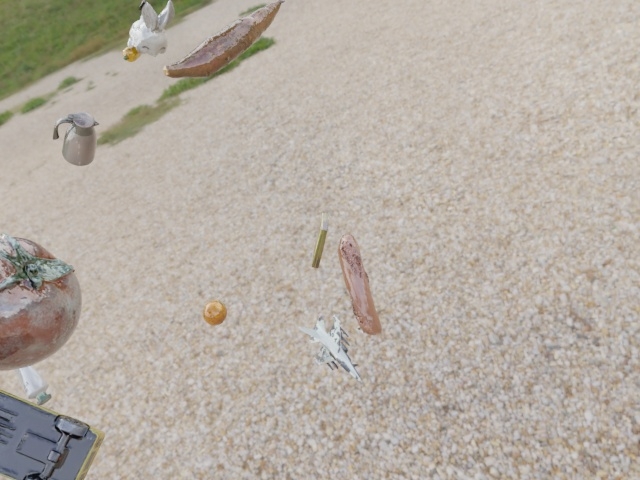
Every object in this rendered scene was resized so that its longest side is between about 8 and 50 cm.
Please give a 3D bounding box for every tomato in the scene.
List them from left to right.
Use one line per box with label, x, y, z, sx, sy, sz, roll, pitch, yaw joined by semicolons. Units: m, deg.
tomato;-0.714;0.142;1.279;0.282;0.316;0.317;-47;24;18

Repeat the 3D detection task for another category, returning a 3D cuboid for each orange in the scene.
orange;-0.339;0.233;1.795;0.083;0.083;0.083;-19;30;11

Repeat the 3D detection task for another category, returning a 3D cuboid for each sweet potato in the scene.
sweet potato;-0.180;-0.398;1.126;0.072;0.066;0.314;42;68;16

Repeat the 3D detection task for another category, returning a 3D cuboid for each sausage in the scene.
sausage;0.116;0.137;1.727;0.079;0.327;0.087;-17;-5;16

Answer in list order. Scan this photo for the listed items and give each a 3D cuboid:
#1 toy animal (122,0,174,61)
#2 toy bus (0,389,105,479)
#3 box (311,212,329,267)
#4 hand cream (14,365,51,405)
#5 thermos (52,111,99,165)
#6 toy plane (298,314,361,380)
toy animal;-0.412;-0.492;1.314;0.131;0.127;0.181;-16;24;-23
toy bus;-0.615;0.384;1.116;0.151;0.331;0.145;121;172;-74
box;0.000;0.000;1.583;0.023;0.133;0.090;11;32;-5
hand cream;-1.063;0.434;1.970;0.076;0.336;0.121;-29;-17;-45
thermos;-0.812;-0.347;1.854;0.193;0.137;0.105;132;141;-51
toy plane;0.043;0.294;1.510;0.234;0.160;0.082;37;27;29
